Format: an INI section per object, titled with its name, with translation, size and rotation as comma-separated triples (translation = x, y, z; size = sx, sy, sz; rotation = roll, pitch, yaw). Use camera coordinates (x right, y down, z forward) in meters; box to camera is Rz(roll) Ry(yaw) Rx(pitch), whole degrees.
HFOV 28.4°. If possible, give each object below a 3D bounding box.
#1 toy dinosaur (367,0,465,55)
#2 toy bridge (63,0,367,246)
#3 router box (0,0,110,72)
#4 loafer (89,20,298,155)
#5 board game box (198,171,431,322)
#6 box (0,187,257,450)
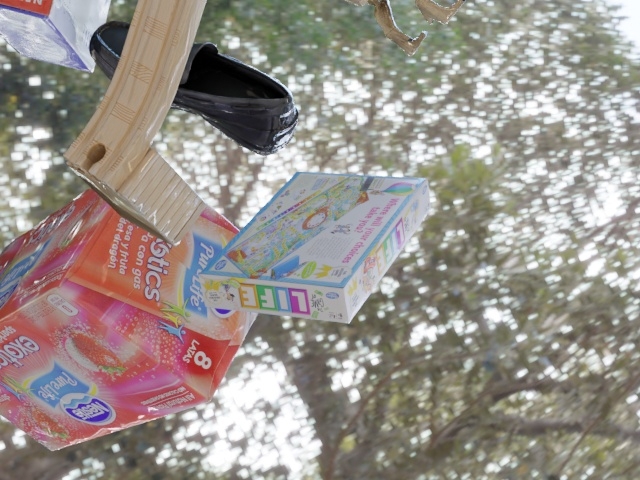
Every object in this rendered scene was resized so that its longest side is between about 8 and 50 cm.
[toy dinosaur]
translation = 0.031, -0.148, 0.700
size = 0.093, 0.183, 0.053
rotation = 42, -55, -7
[toy bridge]
translation = -0.003, -0.089, 0.334
size = 0.026, 0.063, 0.188
rotation = 31, -101, 36
[router box]
translation = -0.235, -0.332, 1.181
size = 0.082, 0.335, 0.301
rotation = 13, -91, -4
[loafer]
translation = -0.119, -0.159, 1.193
size = 0.223, 0.076, 0.078
rotation = 27, -37, 13
[board game box]
translation = 0.000, 0.000, 0.851
size = 0.103, 0.154, 0.026
rotation = 5, -60, 25
[box]
translation = -0.190, 0.065, 1.067
size = 0.154, 0.142, 0.300
rotation = 40, -34, -20
